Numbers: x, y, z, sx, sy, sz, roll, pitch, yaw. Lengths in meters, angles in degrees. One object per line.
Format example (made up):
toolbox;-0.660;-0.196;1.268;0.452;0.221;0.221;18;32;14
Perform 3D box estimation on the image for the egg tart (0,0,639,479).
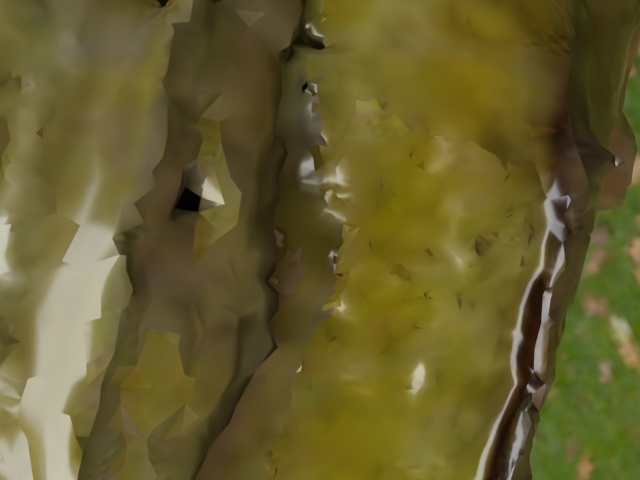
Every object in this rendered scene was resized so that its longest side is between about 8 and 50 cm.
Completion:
egg tart;0.000;0.000;0.503;0.150;0.352;0.352;11;136;10
